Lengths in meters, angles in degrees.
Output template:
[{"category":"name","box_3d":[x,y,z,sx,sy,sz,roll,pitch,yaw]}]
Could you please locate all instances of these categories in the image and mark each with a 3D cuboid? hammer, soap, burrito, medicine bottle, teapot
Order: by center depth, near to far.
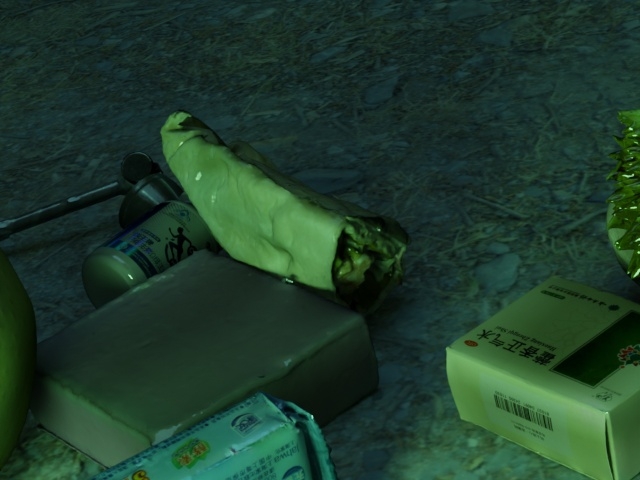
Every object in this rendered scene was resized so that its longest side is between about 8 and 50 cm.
[{"category":"soap","box_3d":[-0.117,0.253,1.391,0.293,0.156,0.077,-26,31,-26]},{"category":"soap","box_3d":[-0.137,0.138,1.675,0.285,0.107,0.296,-28,30,-30]},{"category":"burrito","box_3d":[-0.060,-0.032,1.824,0.332,0.135,0.190,33,12,35]},{"category":"medicine bottle","box_3d":[-0.195,0.018,1.929,0.107,0.107,0.191,10,35,37]},{"category":"teapot","box_3d":[-0.193,-0.038,2.060,0.091,0.092,0.124,37,60,27]},{"category":"hammer","box_3d":[-0.415,-0.024,2.118,0.427,0.044,0.152,-19,-8,-4]}]

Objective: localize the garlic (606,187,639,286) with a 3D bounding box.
[{"category":"garlic","box_3d":[0.419,-0.010,1.656,0.227,0.152,0.228,-4,-8,-1]}]

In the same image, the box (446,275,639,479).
[{"category":"box","box_3d":[0.256,0.134,1.533,0.168,0.095,0.212,-33,33,-30]}]

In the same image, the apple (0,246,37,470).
[{"category":"apple","box_3d":[-0.454,0.131,1.570,0.357,0.357,0.357,-10,27,5]}]

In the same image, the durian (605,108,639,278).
[{"category":"durian","box_3d":[0.435,0.005,1.520,0.394,0.198,0.163,20,-11,-9]}]
